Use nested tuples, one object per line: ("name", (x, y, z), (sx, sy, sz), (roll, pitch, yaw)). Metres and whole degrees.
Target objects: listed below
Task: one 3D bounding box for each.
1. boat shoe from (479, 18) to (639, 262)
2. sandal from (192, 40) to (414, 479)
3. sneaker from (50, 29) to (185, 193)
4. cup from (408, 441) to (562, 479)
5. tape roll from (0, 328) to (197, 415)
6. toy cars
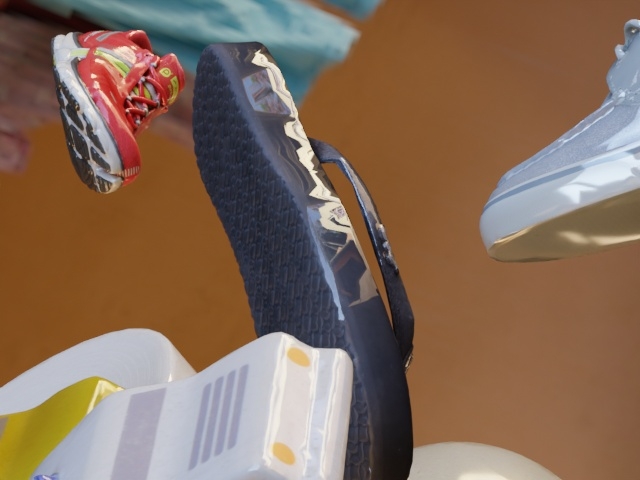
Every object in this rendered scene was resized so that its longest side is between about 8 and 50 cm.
("boat shoe", (0.166, -0.062, 0.762), (0.079, 0.228, 0.081), (34, -146, -65))
("sandal", (0.000, -0.001, 0.766), (0.254, 0.054, 0.097), (-110, 25, -43))
("sneaker", (-0.181, -0.136, 1.656), (0.279, 0.118, 0.107), (-113, 12, -60))
("cup", (0.118, 0.376, 1.768), (0.331, 0.331, 0.237), (-69, -13, 7))
("tape roll", (-0.220, 0.208, 1.099), (0.392, 0.072, 0.392), (-34, 18, 13))
("toy cars", (-0.119, 0.115, 0.733), (0.176, 0.087, 0.394), (-61, 18, -20))
